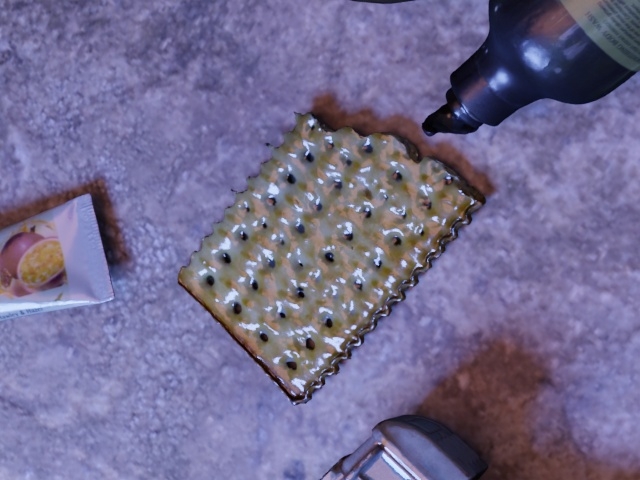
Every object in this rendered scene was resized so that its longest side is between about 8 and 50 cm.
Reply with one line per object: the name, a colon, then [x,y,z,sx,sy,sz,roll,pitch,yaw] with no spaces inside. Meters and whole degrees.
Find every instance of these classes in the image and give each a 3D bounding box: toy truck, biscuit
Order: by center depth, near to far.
toy truck: [0.116,0.214,1.211,0.257,0.108,0.140,42,98,12]
biscuit: [0.000,0.000,1.281,0.144,0.016,0.203,44,112,13]

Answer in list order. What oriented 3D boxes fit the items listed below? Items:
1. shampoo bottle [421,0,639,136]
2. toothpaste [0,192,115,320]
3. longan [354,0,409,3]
shampoo bottle: [0.178,-0.154,1.134,0.284,0.101,0.101,-39,80,24]
toothpaste: [-0.292,0.044,1.404,0.314,0.056,0.058,-16,127,24]
longan: [0.050,-0.253,1.124,0.246,0.246,0.215,-15,103,25]
